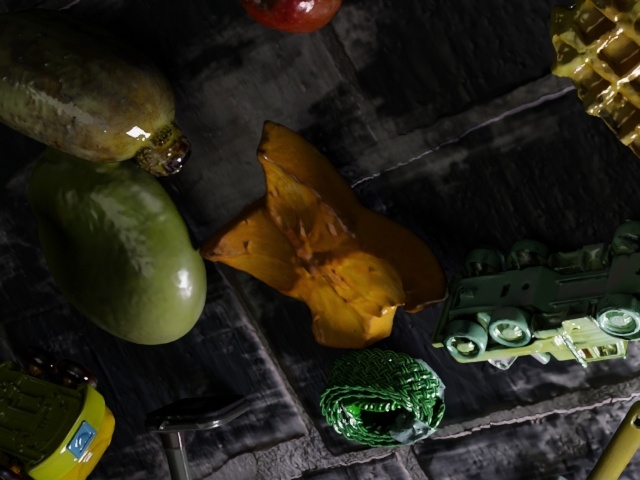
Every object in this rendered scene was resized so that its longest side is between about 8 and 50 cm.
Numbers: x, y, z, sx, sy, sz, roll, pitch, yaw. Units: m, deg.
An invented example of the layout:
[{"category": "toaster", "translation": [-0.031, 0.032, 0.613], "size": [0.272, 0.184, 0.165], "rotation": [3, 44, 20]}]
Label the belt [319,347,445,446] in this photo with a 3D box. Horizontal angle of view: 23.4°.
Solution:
[{"category": "belt", "translation": [0.076, 0.179, 1.821], "size": [0.151, 0.079, 0.121], "rotation": [-6, 133, 34]}]

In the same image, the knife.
[{"category": "knife", "translation": [0.293, 0.290, 1.759], "size": [0.061, 0.027, 0.343], "rotation": [31, 131, 13]}]

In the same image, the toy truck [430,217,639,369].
[{"category": "toy truck", "translation": [0.259, 0.074, 1.628], "size": [0.260, 0.128, 0.135], "rotation": [-15, 130, 38]}]

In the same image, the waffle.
[{"category": "waffle", "translation": [0.367, -0.149, 1.398], "size": [0.307, 0.060, 0.312], "rotation": [-6, 120, 18]}]

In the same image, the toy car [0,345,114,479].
[{"category": "toy car", "translation": [-0.385, 0.267, 2.132], "size": [0.248, 0.200, 0.142], "rotation": [15, 153, 43]}]

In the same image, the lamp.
[{"category": "lamp", "translation": [-0.091, 0.322, 1.989], "size": [0.203, 0.124, 0.283], "rotation": [-9, 111, 28]}]

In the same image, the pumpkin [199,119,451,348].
[{"category": "pumpkin", "translation": [0.008, 0.022, 1.768], "size": [0.290, 0.095, 0.258], "rotation": [42, 143, 12]}]

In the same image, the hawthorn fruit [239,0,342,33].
[{"category": "hawthorn fruit", "translation": [-0.037, -0.273, 1.636], "size": [0.125, 0.140, 0.125], "rotation": [31, 161, 12]}]

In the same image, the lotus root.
[{"category": "lotus root", "translation": [-0.282, -0.178, 1.829], "size": [0.309, 0.173, 0.173], "rotation": [26, 126, 15]}]

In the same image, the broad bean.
[{"category": "broad bean", "translation": [-0.257, 0.002, 1.930], "size": [0.291, 0.119, 0.238], "rotation": [53, 134, 2]}]
